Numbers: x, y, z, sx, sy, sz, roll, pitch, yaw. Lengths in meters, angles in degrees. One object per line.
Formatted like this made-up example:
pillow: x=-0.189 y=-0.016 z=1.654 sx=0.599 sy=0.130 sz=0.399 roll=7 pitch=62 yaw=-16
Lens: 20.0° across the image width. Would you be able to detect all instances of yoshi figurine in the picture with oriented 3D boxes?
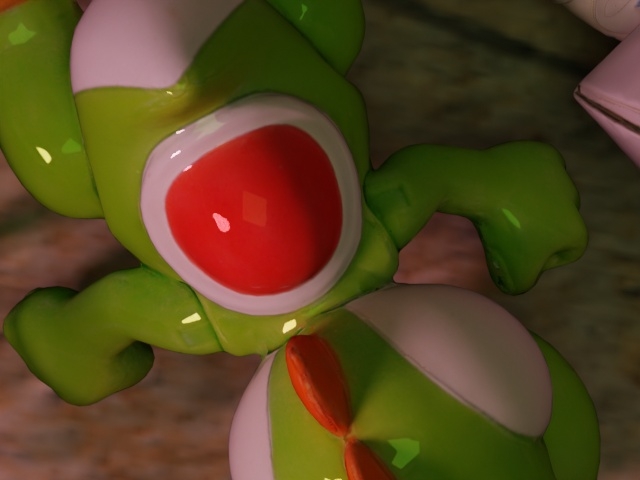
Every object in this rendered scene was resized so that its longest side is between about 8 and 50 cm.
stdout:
yoshi figurine: x=-0.005 y=0.005 z=0.692 sx=0.203 sy=0.203 sz=0.362 roll=-25 pitch=84 yaw=-41

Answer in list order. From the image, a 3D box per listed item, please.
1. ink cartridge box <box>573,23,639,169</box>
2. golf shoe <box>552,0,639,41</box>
ink cartridge box: x=0.262 y=-0.024 z=0.695 sx=0.197 sy=0.114 sz=0.273 roll=-44 pitch=109 yaw=1
golf shoe: x=0.155 y=-0.156 z=0.723 sx=0.176 sy=0.069 sz=0.086 roll=-47 pitch=119 yaw=5
